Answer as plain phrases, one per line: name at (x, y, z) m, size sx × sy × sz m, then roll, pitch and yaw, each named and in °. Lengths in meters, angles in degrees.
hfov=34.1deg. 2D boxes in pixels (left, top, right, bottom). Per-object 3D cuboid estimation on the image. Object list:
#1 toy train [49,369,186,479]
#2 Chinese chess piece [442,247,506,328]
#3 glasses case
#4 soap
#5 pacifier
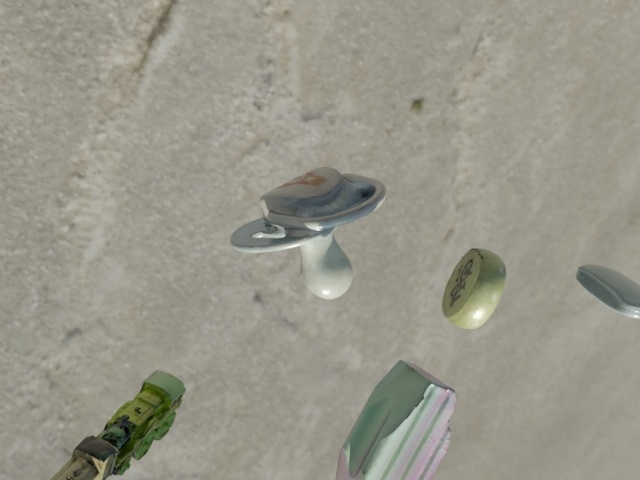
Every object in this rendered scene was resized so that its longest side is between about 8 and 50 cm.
toy train at (-0.225, 0.226, 1.103) m, size 0.250 × 0.053 × 0.085 m, roll -45°, pitch 159°, yaw -59°
Chinese chess piece at (0.266, 0.083, 1.821) m, size 0.144 × 0.058 × 0.144 m, roll -61°, pitch -167°, yaw 24°
glasses case at (0.473, 0.081, 1.669) m, size 0.067 × 0.178 × 0.045 m, roll 4°, pitch 108°, yaw -18°
soap at (0.147, 0.405, 2.053) m, size 0.193 × 0.109 × 0.323 m, roll 20°, pitch 101°, yaw -42°
pacifier at (0.000, 0.000, 1.671) m, size 0.279 × 0.227 × 0.207 m, roll -30°, pitch 117°, yaw -40°
